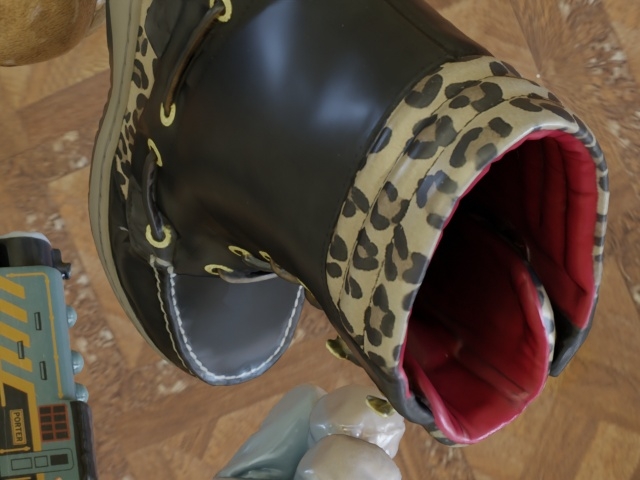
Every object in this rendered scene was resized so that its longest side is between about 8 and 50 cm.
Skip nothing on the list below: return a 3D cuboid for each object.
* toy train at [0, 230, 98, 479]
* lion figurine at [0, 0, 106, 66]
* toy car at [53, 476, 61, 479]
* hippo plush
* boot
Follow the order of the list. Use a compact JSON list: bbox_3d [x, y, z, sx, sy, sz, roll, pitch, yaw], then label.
[{"bbox_3d":[-0.328,0.137,1.307,0.190,0.142,0.333,-3,62,-19],"label":"toy train"},{"bbox_3d":[-0.240,-0.167,0.746,0.392,0.142,0.240,13,129,-19],"label":"lion figurine"},{"bbox_3d":[-0.281,0.255,0.969,0.238,0.210,0.219,-35,83,-10],"label":"toy car"},{"bbox_3d":[0.001,0.287,1.092,0.294,0.234,0.236,-40,105,-11],"label":"hippo plush"},{"bbox_3d":[0.000,0.000,0.690,0.284,0.138,0.377,47,143,38],"label":"boot"}]
